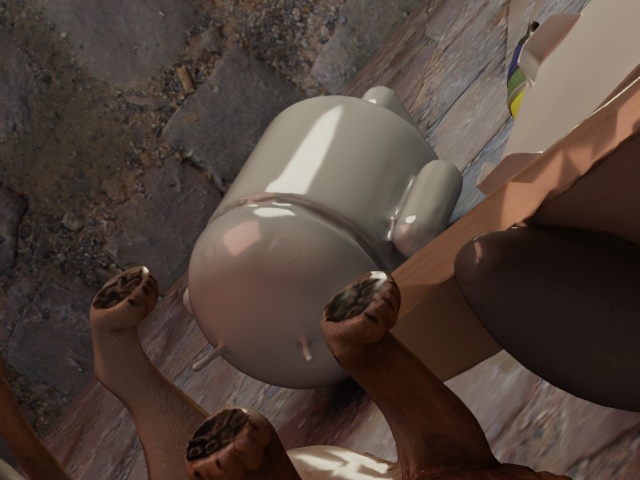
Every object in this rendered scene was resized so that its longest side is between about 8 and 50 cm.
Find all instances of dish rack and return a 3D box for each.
[{"bbox_3d":[0.198,-0.125,1.005,0.285,0.072,0.333,-47,8,29],"label":"dish rack"}]

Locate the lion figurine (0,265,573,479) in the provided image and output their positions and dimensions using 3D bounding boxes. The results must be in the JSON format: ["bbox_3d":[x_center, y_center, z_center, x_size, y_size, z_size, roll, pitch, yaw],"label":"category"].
[{"bbox_3d":[-0.007,0.135,0.704,0.142,0.240,0.392,-47,28,-22],"label":"lion figurine"}]

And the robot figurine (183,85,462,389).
[{"bbox_3d":[0.000,0.000,1.578,0.300,0.200,0.353,-20,28,38],"label":"robot figurine"}]

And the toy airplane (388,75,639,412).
[{"bbox_3d":[0.217,-0.070,0.593,0.384,0.272,0.386,-22,-15,-18],"label":"toy airplane"}]

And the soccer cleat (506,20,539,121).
[{"bbox_3d":[0.216,-0.105,1.358,0.289,0.093,0.121,-110,28,-74],"label":"soccer cleat"}]

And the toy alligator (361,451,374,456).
[{"bbox_3d":[0.024,0.216,1.134,0.051,0.056,0.189,1,39,25],"label":"toy alligator"}]
